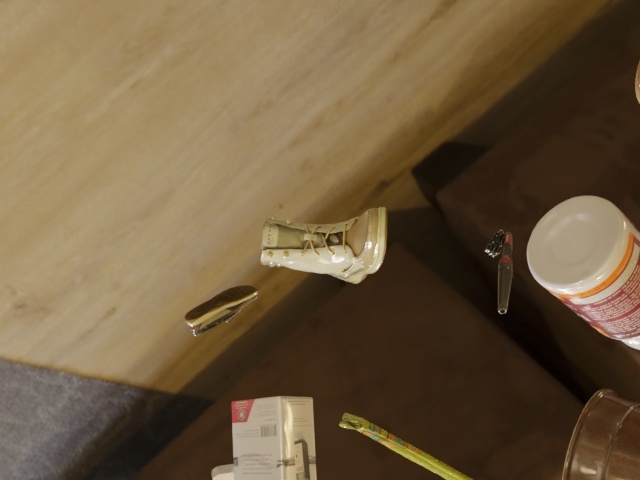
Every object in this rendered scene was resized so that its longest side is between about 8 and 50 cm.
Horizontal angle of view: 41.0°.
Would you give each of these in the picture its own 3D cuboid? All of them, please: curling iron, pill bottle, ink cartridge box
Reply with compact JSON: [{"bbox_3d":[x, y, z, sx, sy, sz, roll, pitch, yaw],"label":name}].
[{"bbox_3d":[0.383,0.066,1.802,0.035,0.274,0.068,29,123,-12],"label":"curling iron"},{"bbox_3d":[0.646,0.085,1.883,0.392,0.224,0.224,34,97,-37],"label":"pill bottle"},{"bbox_3d":[-0.091,0.417,1.662,0.092,0.158,0.218,11,72,-41],"label":"ink cartridge box"}]

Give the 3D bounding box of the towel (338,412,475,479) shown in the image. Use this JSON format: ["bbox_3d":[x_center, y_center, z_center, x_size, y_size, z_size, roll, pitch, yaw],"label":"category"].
[{"bbox_3d":[0.140,0.300,1.161,0.237,0.102,0.021,30,79,-9],"label":"towel"}]

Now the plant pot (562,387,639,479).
[{"bbox_3d":[0.384,0.268,0.963,0.167,0.165,0.167,-17,112,-48],"label":"plant pot"}]

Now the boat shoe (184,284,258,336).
[{"bbox_3d":[-0.185,0.132,1.624,0.152,0.056,0.049,-24,120,-22],"label":"boat shoe"}]

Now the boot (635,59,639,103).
[{"bbox_3d":[0.665,-0.307,1.371,0.283,0.220,0.109,-42,124,-12],"label":"boot"}]

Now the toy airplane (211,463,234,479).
[{"bbox_3d":[-0.146,0.642,1.922,0.386,0.272,0.384,-27,146,25],"label":"toy airplane"}]

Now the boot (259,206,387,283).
[{"bbox_3d":[0.000,0.000,1.204,0.165,0.077,0.213,11,160,-9],"label":"boot"}]
